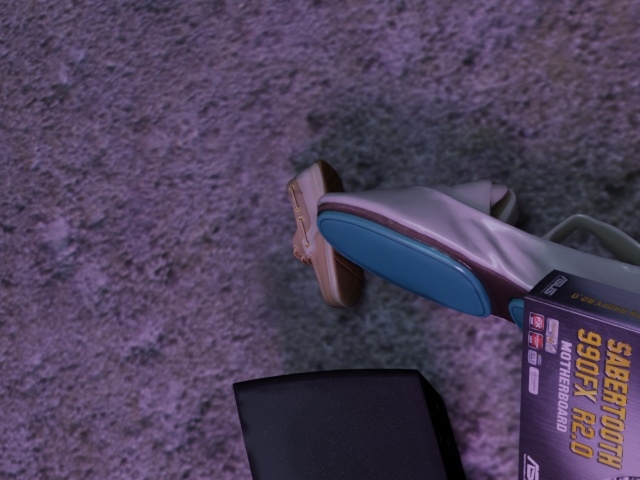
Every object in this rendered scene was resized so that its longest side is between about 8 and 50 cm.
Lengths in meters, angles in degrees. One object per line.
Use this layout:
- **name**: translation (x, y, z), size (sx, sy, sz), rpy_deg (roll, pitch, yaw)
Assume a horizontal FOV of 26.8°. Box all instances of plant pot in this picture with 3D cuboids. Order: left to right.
- **plant pot**: translation (0.042, 0.215, 1.241), size (0.167, 0.188, 0.187), rpy_deg (-18, 67, 9)

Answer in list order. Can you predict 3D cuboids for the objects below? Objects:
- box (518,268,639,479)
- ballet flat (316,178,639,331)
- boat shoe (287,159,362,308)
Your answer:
- **box**: translation (0.259, 0.156, 1.124), size (0.183, 0.056, 0.231), rpy_deg (19, 126, 32)
- **ballet flat**: translation (0.186, 0.019, 1.255), size (0.400, 0.139, 0.139), rpy_deg (25, 88, 28)
- **boat shoe**: translation (0.000, 0.000, 1.389), size (0.059, 0.063, 0.170), rpy_deg (-24, 56, 24)
